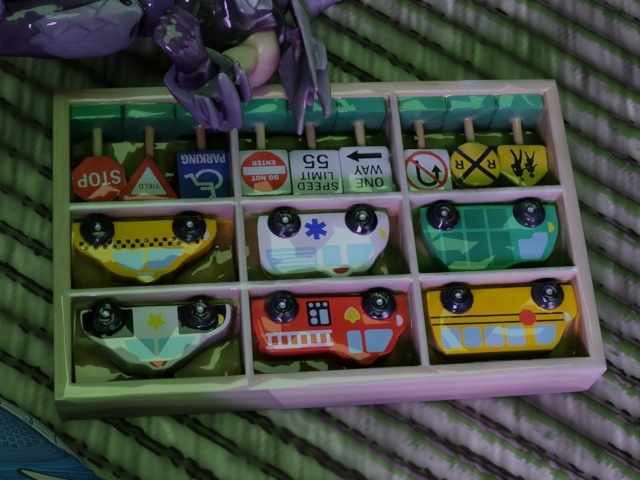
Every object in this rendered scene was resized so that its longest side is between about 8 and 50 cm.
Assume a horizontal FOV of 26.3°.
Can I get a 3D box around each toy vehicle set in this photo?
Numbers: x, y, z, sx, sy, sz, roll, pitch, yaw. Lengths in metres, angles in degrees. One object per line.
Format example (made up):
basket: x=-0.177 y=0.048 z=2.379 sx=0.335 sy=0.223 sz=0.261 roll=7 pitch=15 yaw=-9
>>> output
toy vehicle set: x=0.000 y=0.000 z=0.694 sx=0.267 sy=0.035 sz=0.166 roll=-3 pitch=66 yaw=-9

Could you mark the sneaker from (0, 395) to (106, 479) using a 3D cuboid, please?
sneaker: x=-0.115 y=0.133 z=0.559 sx=0.330 sy=0.147 sz=0.129 roll=29 pitch=65 yaw=7

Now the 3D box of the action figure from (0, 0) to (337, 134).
action figure: x=-0.106 y=-0.121 z=0.671 sx=0.285 sy=0.099 sz=0.185 roll=-10 pitch=47 yaw=-18
